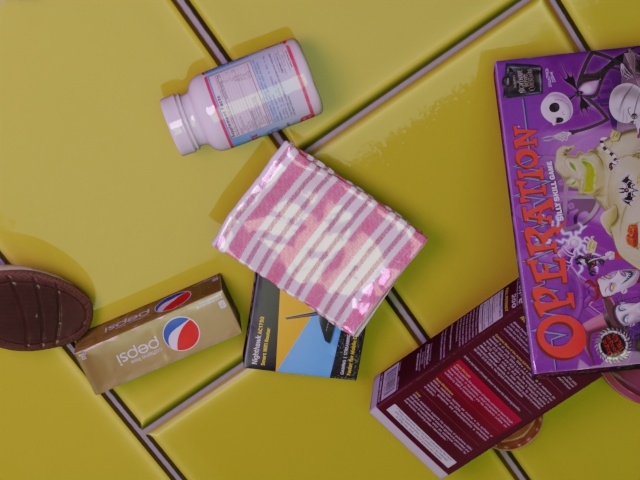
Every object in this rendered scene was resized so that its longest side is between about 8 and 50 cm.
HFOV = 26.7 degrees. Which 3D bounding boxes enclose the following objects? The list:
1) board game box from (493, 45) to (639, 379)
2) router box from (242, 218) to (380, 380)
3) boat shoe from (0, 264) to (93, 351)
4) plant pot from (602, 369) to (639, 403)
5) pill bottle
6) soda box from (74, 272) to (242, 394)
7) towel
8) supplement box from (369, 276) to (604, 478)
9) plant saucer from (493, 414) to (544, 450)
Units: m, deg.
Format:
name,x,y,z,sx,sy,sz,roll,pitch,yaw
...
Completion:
name,x,y,z,sx,sy,sz,roll,pitch,yaw
board game box,0.306,-0.035,1.427,0.208,0.056,0.346,-7,75,7
router box,-0.011,0.063,1.525,0.133,0.046,0.179,7,105,-7
boat shoe,-0.378,0.060,1.464,0.257,0.095,0.095,9,100,-32
plant pot,0.412,0.112,1.517,0.201,0.180,0.201,-2,106,-6
pill bottle,-0.084,-0.148,1.432,0.160,0.087,0.087,-21,108,1
soda box,-0.182,0.105,1.511,0.181,0.061,0.058,-24,109,2
towel,0.000,0.000,1.468,0.197,0.029,0.144,34,98,-13
supplement box,0.186,0.154,1.527,0.239,0.073,0.130,-37,108,25
plant saucer,0.226,0.212,1.614,0.083,0.013,0.083,-2,108,-6
